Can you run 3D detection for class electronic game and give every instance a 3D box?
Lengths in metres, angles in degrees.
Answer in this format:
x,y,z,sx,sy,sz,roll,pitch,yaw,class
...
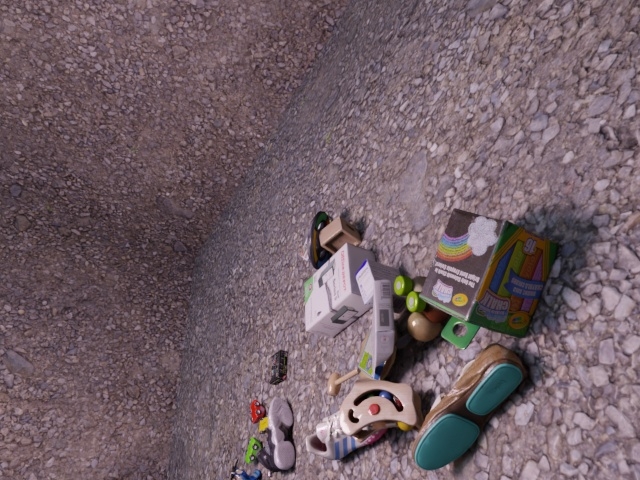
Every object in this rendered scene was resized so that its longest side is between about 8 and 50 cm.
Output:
x,y,z,sx,sy,sz,roll,pitch,yaw,class
0.000,0.000,1.897,0.048,0.229,0.230,3,69,19,electronic game

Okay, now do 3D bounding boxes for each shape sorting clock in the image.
x,y,z,sx,sy,sz,roll,pitch,yaw,class
0.173,0.335,1.458,0.206,0.040,0.207,-158,90,-77,shape sorting clock

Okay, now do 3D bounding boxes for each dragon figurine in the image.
x,y,z,sx,sy,sz,roll,pitch,yaw,class
-0.288,0.944,1.907,0.289,0.143,0.085,133,150,-77,dragon figurine

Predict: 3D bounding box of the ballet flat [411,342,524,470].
x,y,z,sx,sy,sz,roll,pitch,yaw,class
0.318,0.362,1.087,0.343,0.116,0.124,-61,6,20,ballet flat

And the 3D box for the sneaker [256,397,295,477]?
x,y,z,sx,sy,sz,roll,pitch,yaw,class
-0.176,0.734,1.808,0.153,0.101,0.269,-50,34,33,sneaker

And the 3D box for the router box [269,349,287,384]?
x,y,z,sx,sy,sz,roll,pitch,yaw,class
-0.177,0.532,2.033,0.092,0.038,0.123,-43,36,44,router box

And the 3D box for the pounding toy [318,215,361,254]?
x,y,z,sx,sy,sz,roll,pitch,yaw,class
0.075,-0.009,1.827,0.130,0.141,0.100,-38,38,26,pounding toy

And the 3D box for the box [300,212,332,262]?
x,y,z,sx,sy,sz,roll,pitch,yaw,class
-0.020,-0.010,2.105,0.207,0.036,0.114,-68,25,5,box

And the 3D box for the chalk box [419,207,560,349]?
x,y,z,sx,sy,sz,roll,pitch,yaw,class
0.361,0.101,1.087,0.180,0.179,0.289,28,99,64,chalk box

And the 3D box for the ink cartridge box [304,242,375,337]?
x,y,z,sx,sy,sz,roll,pitch,yaw,class
0.067,0.176,1.694,0.289,0.121,0.211,-47,34,40,ink cartridge box

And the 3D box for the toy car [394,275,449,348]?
x,y,z,sx,sy,sz,roll,pitch,yaw,class
0.264,0.202,1.263,0.149,0.154,0.189,-122,43,-59,toy car

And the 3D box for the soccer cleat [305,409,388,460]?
x,y,z,sx,sy,sz,roll,pitch,yaw,class
0.077,0.537,1.390,0.331,0.143,0.116,-53,30,32,soccer cleat

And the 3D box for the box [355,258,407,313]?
x,y,z,sx,sy,sz,roll,pitch,yaw,class
0.187,0.139,1.472,0.072,0.126,0.137,-57,28,30,box

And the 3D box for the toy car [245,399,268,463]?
x,y,z,sx,sy,sz,roll,pitch,yaw,class
-0.252,0.794,1.983,0.239,0.053,0.225,1,73,65,toy car

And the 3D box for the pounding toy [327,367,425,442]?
x,y,z,sx,sy,sz,roll,pitch,yaw,class
0.121,0.429,1.245,0.269,0.155,0.154,-1,57,32,pounding toy

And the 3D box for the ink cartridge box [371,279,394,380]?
x,y,z,sx,sy,sz,roll,pitch,yaw,class
0.172,0.255,1.350,0.189,0.066,0.233,-85,-10,-51,ink cartridge box
